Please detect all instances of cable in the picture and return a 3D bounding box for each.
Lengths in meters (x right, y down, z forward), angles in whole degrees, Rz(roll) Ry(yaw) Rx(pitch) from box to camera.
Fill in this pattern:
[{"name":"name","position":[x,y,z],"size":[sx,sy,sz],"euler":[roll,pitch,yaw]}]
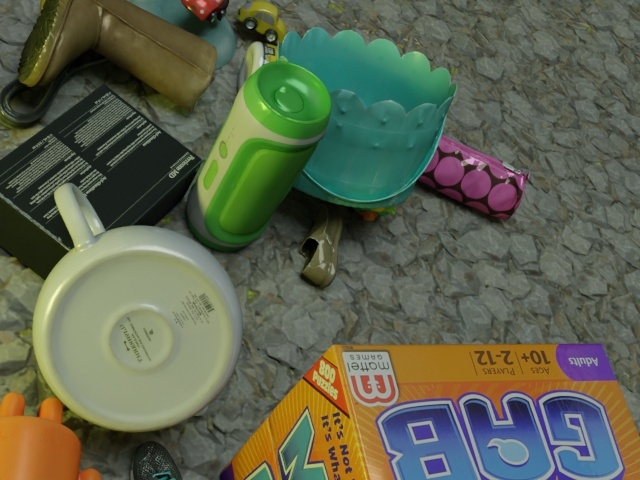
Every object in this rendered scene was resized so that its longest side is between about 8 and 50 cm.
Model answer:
[{"name":"cable","position":[-0.396,-0.265,1.466],"size":[0.139,0.072,0.287],"euler":[32,58,-27]}]

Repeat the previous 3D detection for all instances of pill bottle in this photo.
[{"name":"pill bottle","position":[-0.038,-0.260,1.599],"size":[0.184,0.103,0.103],"euler":[11,52,-21]}]

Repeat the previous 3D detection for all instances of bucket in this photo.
[{"name":"bucket","position":[0.051,-0.185,1.455],"size":[0.281,0.183,0.281],"euler":[11,31,-6]}]

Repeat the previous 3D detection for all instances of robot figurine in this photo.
[{"name":"robot figurine","position":[-0.328,0.276,1.031],"size":[0.158,0.128,0.219],"euler":[45,33,-46]}]

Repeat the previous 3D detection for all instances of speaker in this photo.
[{"name":"speaker","position":[-0.091,-0.108,1.326],"size":[0.131,0.296,0.131],"euler":[14,51,-18]}]

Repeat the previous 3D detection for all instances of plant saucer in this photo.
[{"name":"plant saucer","position":[-0.228,-0.370,1.626],"size":[0.195,0.037,0.194],"euler":[15,50,-19]}]

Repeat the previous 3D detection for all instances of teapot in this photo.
[{"name":"teapot","position":[-0.217,0.088,1.136],"size":[0.253,0.255,0.187],"euler":[15,8,-15]}]

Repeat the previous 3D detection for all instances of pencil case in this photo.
[{"name":"pencil case","position":[0.250,-0.119,1.650],"size":[0.209,0.098,0.095],"euler":[21,49,-11]}]

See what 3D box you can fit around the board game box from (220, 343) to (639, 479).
[{"name":"board game box","position":[0.136,0.351,1.066],"size":[0.356,0.356,0.356],"euler":[3,55,-27]}]

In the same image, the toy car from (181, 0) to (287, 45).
[{"name":"toy car","position":[-0.174,-0.439,1.660],"size":[0.239,0.053,0.225],"euler":[6,39,-50]}]

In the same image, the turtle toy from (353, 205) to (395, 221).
[{"name":"turtle toy","position":[0.066,-0.080,1.543],"size":[0.130,0.066,0.095],"euler":[39,31,6]}]

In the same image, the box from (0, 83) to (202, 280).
[{"name":"box","position":[-0.315,-0.070,1.312],"size":[0.184,0.103,0.261],"euler":[36,47,4]}]

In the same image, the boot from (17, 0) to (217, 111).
[{"name":"boot","position":[-0.294,-0.272,1.448],"size":[0.270,0.089,0.236],"euler":[30,59,-31]}]

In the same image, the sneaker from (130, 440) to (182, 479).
[{"name":"sneaker","position":[-0.174,0.306,1.123],"size":[0.065,0.076,0.166],"euler":[-6,59,-32]}]

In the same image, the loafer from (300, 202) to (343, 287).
[{"name":"loafer","position":[0.000,0.000,1.457],"size":[0.050,0.056,0.148],"euler":[19,49,-23]}]
